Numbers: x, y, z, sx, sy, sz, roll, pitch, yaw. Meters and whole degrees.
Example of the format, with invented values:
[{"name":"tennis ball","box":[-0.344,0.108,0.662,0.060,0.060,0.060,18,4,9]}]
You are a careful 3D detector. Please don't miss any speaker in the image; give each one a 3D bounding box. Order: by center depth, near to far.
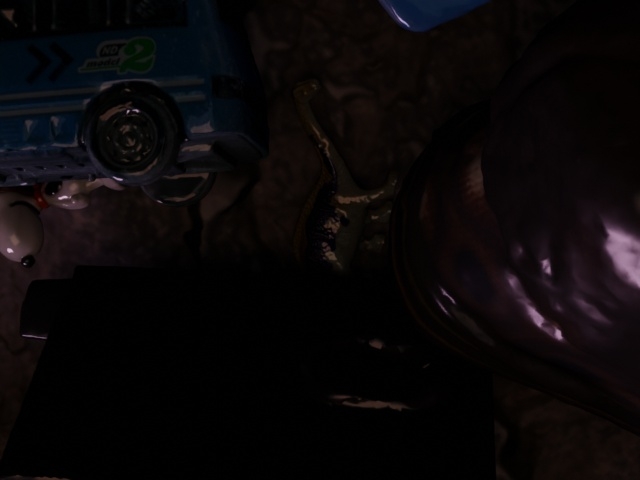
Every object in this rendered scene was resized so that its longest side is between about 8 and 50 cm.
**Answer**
[{"name":"speaker","box":[-0.041,0.152,0.798,0.254,0.184,0.232,3,123,4]}]

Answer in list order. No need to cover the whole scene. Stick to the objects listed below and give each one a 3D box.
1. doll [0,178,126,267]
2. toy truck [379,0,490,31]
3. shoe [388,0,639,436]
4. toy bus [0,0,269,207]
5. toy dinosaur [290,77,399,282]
[{"name":"doll","box":[-0.151,-0.026,0.829,0.085,0.040,0.058,-44,71,1]},{"name":"toy truck","box":[0.174,-0.232,0.654,0.385,0.162,0.161,-26,107,16]},{"name":"shoe","box":[0.237,0.021,0.689,0.384,0.171,0.237,25,156,-12]},{"name":"toy bus","box":[-0.153,-0.082,0.758,0.246,0.113,0.134,-4,84,7]},{"name":"toy dinosaur","box":[0.015,0.000,0.831,0.058,0.037,0.180,5,107,17]}]
